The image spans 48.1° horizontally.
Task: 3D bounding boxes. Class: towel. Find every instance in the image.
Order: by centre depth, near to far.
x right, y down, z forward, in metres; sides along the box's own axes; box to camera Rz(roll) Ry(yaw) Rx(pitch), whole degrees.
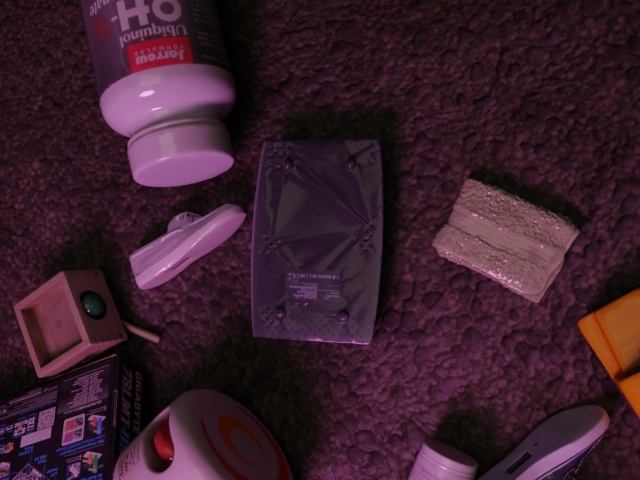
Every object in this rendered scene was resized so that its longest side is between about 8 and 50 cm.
[{"bbox_3d":[0.218,-0.004,0.852,0.148,0.027,0.110,28,93,19],"label":"towel"}]

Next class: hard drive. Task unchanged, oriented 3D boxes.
[{"bbox_3d":[0.000,0.000,0.909,0.172,0.054,0.254,1,85,18],"label":"hard drive"}]

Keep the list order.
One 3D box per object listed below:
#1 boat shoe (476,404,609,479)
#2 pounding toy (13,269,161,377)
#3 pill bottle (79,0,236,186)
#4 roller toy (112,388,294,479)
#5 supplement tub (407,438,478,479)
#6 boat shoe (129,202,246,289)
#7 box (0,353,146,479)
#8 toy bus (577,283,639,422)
[{"bbox_3d":[0.257,0.265,0.801,0.183,0.065,0.083,-37,102,-1],"label":"boat shoe"},{"bbox_3d":[-0.322,0.115,0.992,0.141,0.100,0.130,-32,75,24],"label":"pounding toy"},{"bbox_3d":[-0.209,-0.239,0.936,0.177,0.176,0.318,-17,80,16],"label":"pill bottle"},{"bbox_3d":[-0.142,0.287,0.855,0.146,0.191,0.209,-44,74,10],"label":"roller toy"},{"bbox_3d":[0.132,0.294,0.828,0.071,0.071,0.107,22,91,19],"label":"supplement tub"},{"bbox_3d":[-0.184,-0.004,0.970,0.184,0.066,0.063,-36,76,22],"label":"boat shoe"},{"bbox_3d":[-0.368,0.328,0.924,0.296,0.073,0.293,-22,51,14],"label":"box"},{"bbox_3d":[0.395,0.200,0.719,0.108,0.130,0.332,-33,76,13],"label":"toy bus"}]
